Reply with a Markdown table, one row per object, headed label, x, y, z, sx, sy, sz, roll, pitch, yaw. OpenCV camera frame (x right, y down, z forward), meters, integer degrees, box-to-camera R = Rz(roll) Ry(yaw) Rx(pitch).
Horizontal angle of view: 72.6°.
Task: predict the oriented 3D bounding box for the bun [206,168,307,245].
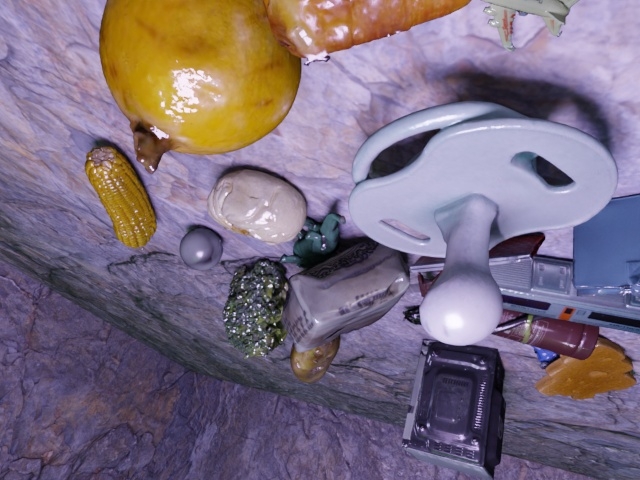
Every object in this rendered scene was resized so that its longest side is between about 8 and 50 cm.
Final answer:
| label | x | y | z | sx | sy | sz | roll | pitch | yaw |
| --- | --- | --- | --- | --- | --- | --- | --- | --- | --- |
| bun | -0.122 | -0.052 | 0.812 | 0.188 | 0.111 | 0.164 | 19 | 155 | -5 |

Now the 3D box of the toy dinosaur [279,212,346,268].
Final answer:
| label | x | y | z | sx | sy | sz | roll | pitch | yaw |
| --- | --- | --- | --- | --- | --- | --- | --- | --- | --- |
| toy dinosaur | -0.017 | -0.004 | 0.868 | 0.120 | 0.079 | 0.292 | 13 | 154 | 2 |

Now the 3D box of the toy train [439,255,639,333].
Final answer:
| label | x | y | z | sx | sy | sz | roll | pitch | yaw |
| --- | --- | --- | --- | --- | --- | --- | --- | --- | --- |
| toy train | 0.409 | 0.081 | 0.729 | 0.409 | 0.086 | 0.089 | 10 | 150 | 18 |

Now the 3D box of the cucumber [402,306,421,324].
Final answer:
| label | x | y | z | sx | sy | sz | roll | pitch | yaw |
| --- | --- | --- | --- | --- | --- | --- | --- | --- | --- |
| cucumber | 0.283 | 0.184 | 1.030 | 0.181 | 0.053 | 0.053 | 5 | 148 | 30 |

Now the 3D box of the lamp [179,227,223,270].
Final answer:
| label | x | y | z | sx | sy | sz | roll | pitch | yaw |
| --- | --- | --- | --- | --- | --- | --- | --- | --- | --- |
| lamp | -0.288 | 0.022 | 1.052 | 0.105 | 0.105 | 0.105 | 15 | 151 | 9 |

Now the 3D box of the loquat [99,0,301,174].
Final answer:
| label | x | y | z | sx | sy | sz | roll | pitch | yaw |
| --- | --- | --- | --- | --- | --- | --- | --- | --- | --- |
| loquat | -0.130 | -0.180 | 0.455 | 0.213 | 0.246 | 0.213 | 22 | 163 | 7 |

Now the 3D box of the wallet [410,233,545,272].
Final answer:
| label | x | y | z | sx | sy | sz | roll | pitch | yaw |
| --- | --- | --- | --- | --- | --- | --- | --- | --- | --- |
| wallet | 0.257 | 0.021 | 0.722 | 0.196 | 0.103 | 0.020 | -10 | 105 | 41 |

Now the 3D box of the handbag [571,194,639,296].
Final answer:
| label | x | y | z | sx | sy | sz | roll | pitch | yaw |
| --- | --- | --- | --- | --- | --- | --- | --- | --- | --- |
| handbag | 0.427 | 0.002 | 0.521 | 0.221 | 0.144 | 0.057 | -7 | 135 | 43 |

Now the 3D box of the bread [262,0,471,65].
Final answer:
| label | x | y | z | sx | sy | sz | roll | pitch | yaw |
| --- | --- | --- | --- | --- | --- | --- | --- | --- | --- |
| bread | -0.005 | -0.297 | 0.263 | 0.195 | 0.149 | 0.344 | -11 | 145 | 14 |

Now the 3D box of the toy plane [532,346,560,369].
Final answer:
| label | x | y | z | sx | sy | sz | roll | pitch | yaw |
| --- | --- | --- | --- | --- | --- | --- | --- | --- | --- |
| toy plane | 0.518 | 0.255 | 1.010 | 0.167 | 0.054 | 0.062 | 31 | 125 | -20 |

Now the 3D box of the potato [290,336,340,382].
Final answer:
| label | x | y | z | sx | sy | sz | roll | pitch | yaw |
| --- | --- | --- | --- | --- | --- | --- | --- | --- | --- |
| potato | -0.018 | 0.322 | 1.312 | 0.141 | 0.192 | 0.296 | 30 | 153 | 6 |

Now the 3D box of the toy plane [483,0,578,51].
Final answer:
| label | x | y | z | sx | sy | sz | roll | pitch | yaw |
| --- | --- | --- | --- | --- | --- | --- | --- | --- | --- |
| toy plane | 0.180 | -0.223 | 0.396 | 0.111 | 0.040 | 0.102 | 21 | 150 | 0 |

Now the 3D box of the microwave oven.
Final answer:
| label | x | y | z | sx | sy | sz | roll | pitch | yaw |
| --- | --- | --- | --- | --- | --- | --- | --- | --- | --- |
| microwave oven | 0.359 | 0.437 | 1.159 | 0.237 | 0.295 | 0.181 | 0 | 145 | 32 |

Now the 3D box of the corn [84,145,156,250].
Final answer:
| label | x | y | z | sx | sy | sz | roll | pitch | yaw |
| --- | --- | --- | --- | --- | --- | --- | --- | --- | --- |
| corn | -0.429 | -0.089 | 0.957 | 0.102 | 0.102 | 0.313 | 19 | 148 | 1 |

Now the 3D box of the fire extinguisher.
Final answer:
| label | x | y | z | sx | sy | sz | roll | pitch | yaw |
| --- | --- | --- | --- | --- | --- | --- | --- | --- | --- |
| fire extinguisher | 0.347 | 0.131 | 0.847 | 0.341 | 0.105 | 0.141 | 16 | 130 | 8 |

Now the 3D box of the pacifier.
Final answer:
| label | x | y | z | sx | sy | sz | roll | pitch | yaw |
| --- | --- | --- | --- | --- | --- | --- | --- | --- | --- |
| pacifier | 0.165 | -0.009 | 0.537 | 0.288 | 0.269 | 0.343 | 24 | 150 | -22 |

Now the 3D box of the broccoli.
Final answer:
| label | x | y | z | sx | sy | sz | roll | pitch | yaw |
| --- | --- | --- | --- | --- | --- | --- | --- | --- | --- |
| broccoli | -0.139 | 0.182 | 1.191 | 0.245 | 0.248 | 0.288 | -3 | 161 | -44 |

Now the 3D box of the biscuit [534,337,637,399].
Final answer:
| label | x | y | z | sx | sy | sz | roll | pitch | yaw |
| --- | --- | --- | --- | --- | --- | --- | --- | --- | --- |
| biscuit | 0.596 | 0.284 | 0.972 | 0.212 | 0.041 | 0.239 | -8 | 131 | 12 |

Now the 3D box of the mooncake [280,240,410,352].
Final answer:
| label | x | y | z | sx | sy | sz | roll | pitch | yaw |
| --- | --- | --- | --- | --- | --- | --- | --- | --- | --- |
| mooncake | 0.048 | 0.107 | 0.879 | 0.136 | 0.250 | 0.254 | 61 | 157 | 19 |
